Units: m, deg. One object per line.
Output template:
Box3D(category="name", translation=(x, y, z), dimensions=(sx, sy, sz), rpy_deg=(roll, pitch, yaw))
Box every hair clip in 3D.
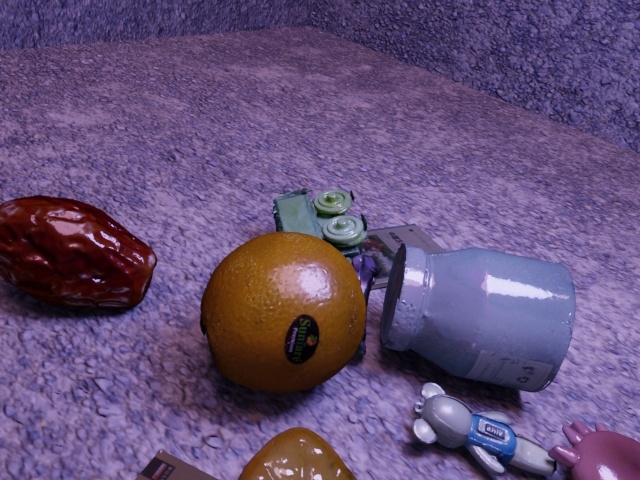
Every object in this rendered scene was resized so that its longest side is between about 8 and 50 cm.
Box3D(category="hair clip", translation=(0.086, 0.121, 1.016), dimensions=(0.052, 0.124, 0.195), rpy_deg=(-2, 66, 16))

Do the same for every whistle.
Box3D(category="whistle", translation=(0.259, 0.315, 0.867), dimensions=(0.236, 0.077, 0.114), rpy_deg=(22, 41, 5))

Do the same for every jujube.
Box3D(category="jujube", translation=(-0.450, 0.024, 0.983), dimensions=(0.290, 0.197, 0.197), rpy_deg=(21, 32, -13))

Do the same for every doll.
Box3D(category="doll", translation=(0.454, 0.368, 0.820), dimensions=(0.262, 0.093, 0.211), rpy_deg=(-6, 43, -37))

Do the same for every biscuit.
Box3D(category="biscuit", translation=(-0.025, 0.356, 0.706), dimensions=(0.203, 0.041, 0.260), rpy_deg=(7, 35, -8))

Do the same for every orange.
Box3D(category="orange", translation=(-0.063, 0.116, 0.891), dimensions=(0.274, 0.274, 0.274), rpy_deg=(8, 34, -5))

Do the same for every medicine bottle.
Box3D(category="medicine bottle", translation=(0.269, 0.127, 0.988), dimensions=(0.290, 0.245, 0.245), rpy_deg=(13, 33, 1))

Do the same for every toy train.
Box3D(category="toy train", translation=(0.000, 0.000, 1.166), dimensions=(0.188, 0.159, 0.271), rpy_deg=(-13, 39, -5))

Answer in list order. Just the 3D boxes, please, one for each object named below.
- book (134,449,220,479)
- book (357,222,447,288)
Box3D(category="book", translation=(-0.130, 0.405, 0.655), dimensions=(0.310, 0.021, 0.217), rpy_deg=(21, 34, 13))
Box3D(category="book", translation=(0.163, 0.034, 1.294), dimensions=(0.283, 0.025, 0.215), rpy_deg=(-9, 37, -25))
